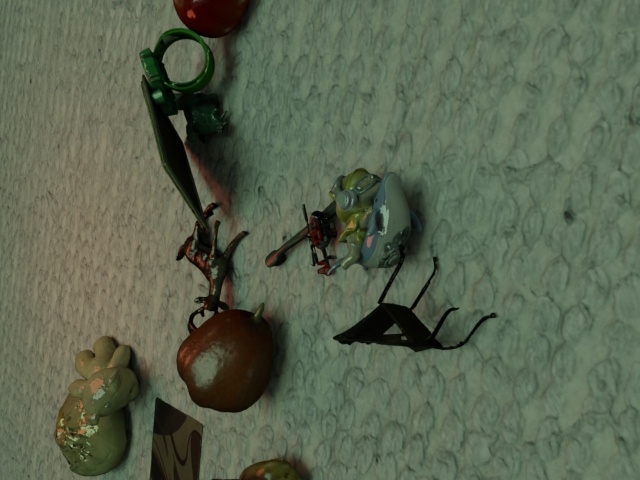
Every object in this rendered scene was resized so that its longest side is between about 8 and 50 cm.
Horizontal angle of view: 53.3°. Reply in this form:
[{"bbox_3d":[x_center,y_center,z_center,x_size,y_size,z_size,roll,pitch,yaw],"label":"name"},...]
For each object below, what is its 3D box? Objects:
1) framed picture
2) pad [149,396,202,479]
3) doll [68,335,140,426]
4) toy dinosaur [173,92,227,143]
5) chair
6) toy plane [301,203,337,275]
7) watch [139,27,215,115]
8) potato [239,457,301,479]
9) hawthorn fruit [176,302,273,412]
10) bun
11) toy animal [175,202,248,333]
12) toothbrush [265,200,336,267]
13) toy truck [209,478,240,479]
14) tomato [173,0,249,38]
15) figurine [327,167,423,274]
[{"bbox_3d":[-0.326,-0.192,1.405,0.019,0.232,0.296,-22,53,-1],"label":"framed picture"},{"bbox_3d":[-0.377,0.589,1.625,0.220,0.004,0.330,11,98,44],"label":"pad"},{"bbox_3d":[-0.586,0.371,1.749,0.175,0.149,0.278,-62,38,13],"label":"doll"},{"bbox_3d":[-0.312,-0.296,1.505,0.292,0.079,0.120,19,98,41],"label":"toy dinosaur"},{"bbox_3d":[0.133,0.132,1.012,0.213,0.174,0.149,-49,54,20],"label":"chair"},{"bbox_3d":[0.000,0.000,1.207,0.060,0.037,0.145,-4,106,36],"label":"toy plane"},{"bbox_3d":[-0.306,-0.375,1.414,0.152,0.131,0.165,-22,92,1],"label":"watch"},{"bbox_3d":[-0.105,0.497,1.299,0.107,0.080,0.170,35,139,-8],"label":"potato"},{"bbox_3d":[-0.178,0.227,1.316,0.199,0.199,0.251,43,106,36],"label":"hawthorn fruit"},{"bbox_3d":[-0.667,0.535,1.814,0.287,0.146,0.287,-1,88,43],"label":"bun"},{"bbox_3d":[-0.253,0.068,1.461,0.243,0.087,0.260,47,120,49],"label":"toy animal"},{"bbox_3d":[-0.014,-0.027,1.247,0.297,0.030,0.030,-40,60,36],"label":"toothbrush"},{"bbox_3d":[-0.136,0.583,1.247,0.127,0.127,0.257,-17,119,39],"label":"toy truck"},{"bbox_3d":[-0.239,-0.543,1.387,0.195,0.136,0.195,0,90,45],"label":"tomato"},{"bbox_3d":[0.080,-0.028,1.090,0.184,0.128,0.208,52,128,34],"label":"figurine"}]
